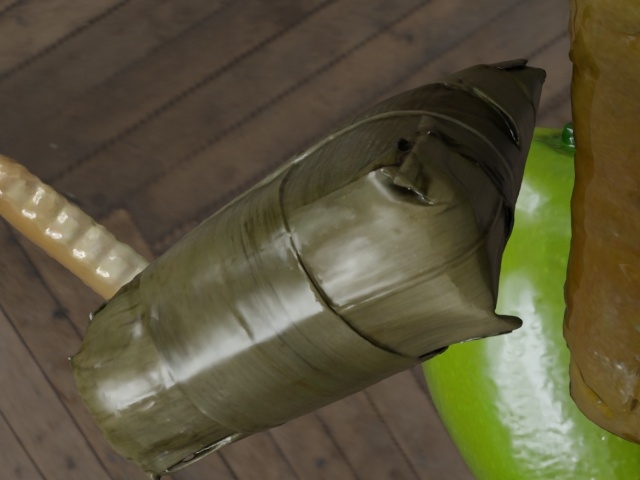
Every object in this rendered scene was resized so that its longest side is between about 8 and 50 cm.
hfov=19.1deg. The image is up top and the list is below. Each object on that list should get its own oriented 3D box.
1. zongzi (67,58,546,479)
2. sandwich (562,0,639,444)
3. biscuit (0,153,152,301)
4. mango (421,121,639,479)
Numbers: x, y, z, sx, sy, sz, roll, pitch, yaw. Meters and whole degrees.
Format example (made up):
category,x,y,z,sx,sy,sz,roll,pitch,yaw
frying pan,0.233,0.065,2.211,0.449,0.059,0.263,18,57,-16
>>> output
category,x,y,z,sx,sy,sz,roll,pitch,yaw
zongzi,0.000,0.000,0.676,0.160,0.176,0.078,-24,108,21
sandwich,0.141,-0.094,0.526,0.099,0.301,0.271,19,58,18
biscuit,-0.117,0.015,1.052,0.160,0.249,0.030,38,85,-4
mango,0.163,0.098,1.180,0.156,0.192,0.343,-20,98,-49
